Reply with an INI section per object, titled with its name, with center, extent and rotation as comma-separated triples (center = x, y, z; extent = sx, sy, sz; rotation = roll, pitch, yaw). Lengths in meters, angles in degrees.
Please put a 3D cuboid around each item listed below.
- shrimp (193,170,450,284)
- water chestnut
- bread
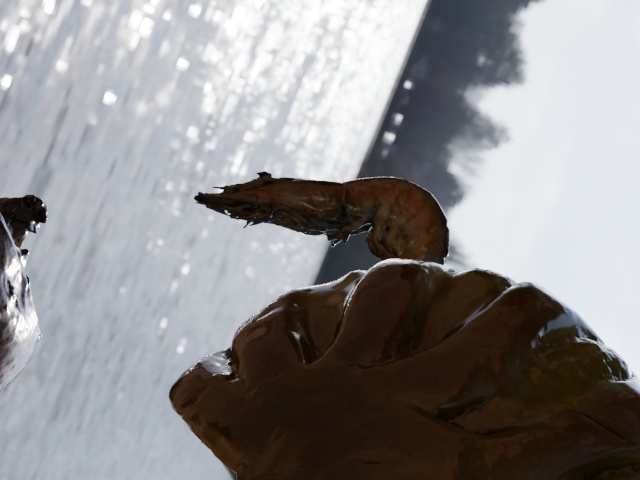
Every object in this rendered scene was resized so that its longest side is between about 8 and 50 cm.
[shrimp]
center = 0.000, 0.000, 1.549
extent = 0.058, 0.296, 0.169
rotation = 89, 3, -61
[water chestnut]
center = -0.467, 0.039, 1.690
extent = 0.302, 0.350, 0.350
rotation = -36, 162, -30
[bread]
center = 0.015, 0.148, 0.627
extent = 0.160, 0.333, 0.333
rotation = 54, 47, -43
